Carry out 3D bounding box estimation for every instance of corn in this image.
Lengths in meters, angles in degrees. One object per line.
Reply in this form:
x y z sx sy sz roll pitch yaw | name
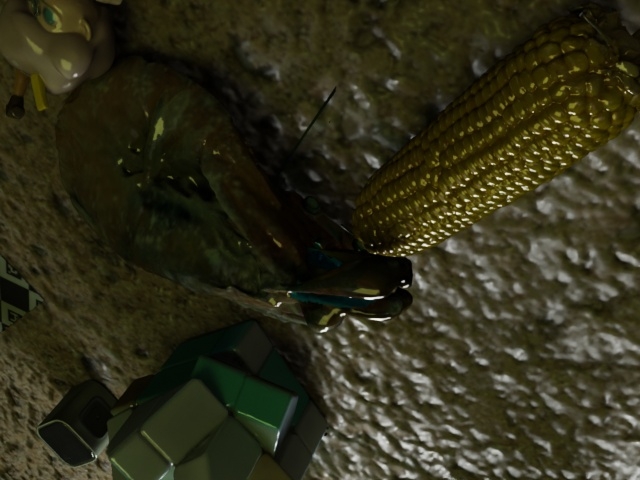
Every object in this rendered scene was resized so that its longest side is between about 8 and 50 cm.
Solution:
0.136 -0.074 0.723 0.106 0.106 0.305 45 131 -9 | corn

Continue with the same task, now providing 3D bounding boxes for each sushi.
-0.526 0.057 1.185 0.231 0.047 0.220 -30 106 39 | sushi

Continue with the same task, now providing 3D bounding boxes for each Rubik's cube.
-0.122 0.242 1.008 0.265 0.213 0.224 -22 110 33 | Rubik's cube

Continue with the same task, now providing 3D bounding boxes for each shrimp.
-0.100 -0.039 0.837 0.445 0.110 0.221 26 120 26 | shrimp

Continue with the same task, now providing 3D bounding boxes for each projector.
-0.337 0.260 1.214 0.083 0.082 0.083 -27 108 39 | projector

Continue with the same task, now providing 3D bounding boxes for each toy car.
0.000 0.000 0.889 0.122 0.035 0.059 39 134 -5 | toy car

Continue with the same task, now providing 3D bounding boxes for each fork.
-0.037 -0.064 0.863 0.021 0.039 0.235 24 132 -21 | fork

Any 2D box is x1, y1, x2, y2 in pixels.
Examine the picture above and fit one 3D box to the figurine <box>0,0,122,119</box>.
-0.239 -0.219 0.806 0.137 0.112 0.229 51 129 26 | figurine
